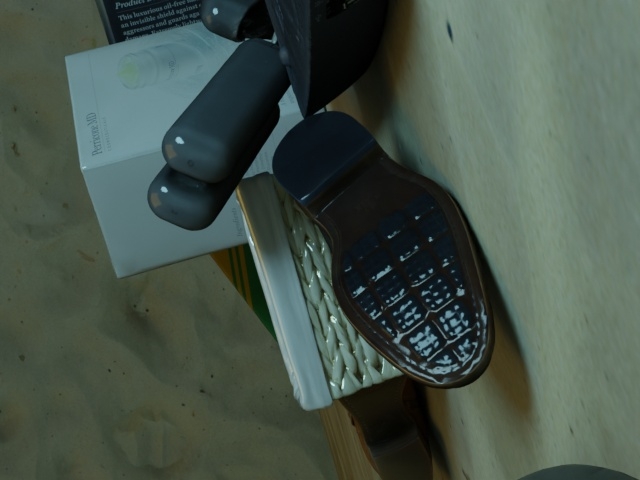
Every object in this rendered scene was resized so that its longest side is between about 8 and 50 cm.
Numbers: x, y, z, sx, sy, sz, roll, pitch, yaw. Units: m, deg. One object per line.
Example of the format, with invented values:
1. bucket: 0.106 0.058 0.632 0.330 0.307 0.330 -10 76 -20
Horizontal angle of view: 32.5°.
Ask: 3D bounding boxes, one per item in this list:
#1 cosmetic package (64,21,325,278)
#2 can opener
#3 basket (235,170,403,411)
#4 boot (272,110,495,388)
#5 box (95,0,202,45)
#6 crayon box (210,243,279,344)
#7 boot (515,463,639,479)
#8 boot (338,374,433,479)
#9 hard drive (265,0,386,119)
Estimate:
1. cosmetic package: -0.119 -0.105 1.075 0.224 0.225 0.138 -114 9 -51
2. can opener: -0.070 -0.112 0.769 0.283 0.095 0.076 -64 -2 -56
3. basket: 0.010 0.027 0.786 0.113 0.103 0.167 135 118 -84
4. boot: 0.053 0.018 0.611 0.106 0.082 0.219 48 -171 -42
5. box: -0.180 -0.337 1.252 0.296 0.183 0.294 -114 10 -52
6. crayon box: -0.091 -0.001 1.327 0.318 0.081 0.202 54 179 -11
7. boot: 0.113 0.217 0.327 0.115 0.112 0.305 47 -157 -78
8. boot: 0.040 0.108 0.921 0.152 0.073 0.197 -113 10 -82
9. hard drive: -0.012 -0.180 0.625 0.254 0.054 0.171 96 157 -80
